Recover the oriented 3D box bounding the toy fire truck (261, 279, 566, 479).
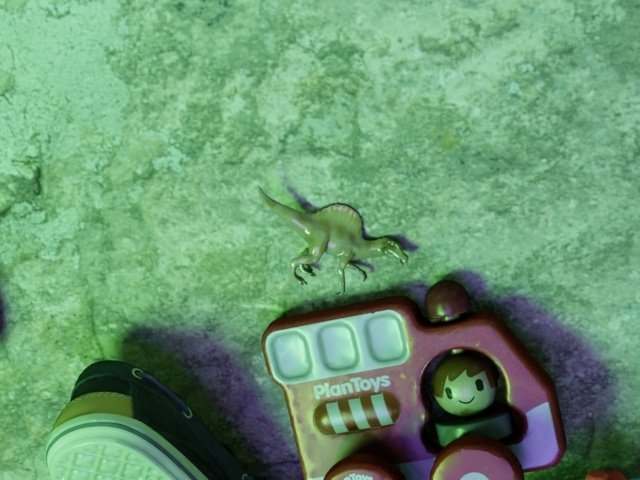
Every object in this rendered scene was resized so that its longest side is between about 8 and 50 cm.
[{"bbox_3d":[0.103,0.179,1.691,0.302,0.169,0.254,-12,99,14],"label":"toy fire truck"}]

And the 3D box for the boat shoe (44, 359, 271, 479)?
[{"bbox_3d":[-0.142,0.317,1.807,0.186,0.156,0.500,-22,130,18],"label":"boat shoe"}]

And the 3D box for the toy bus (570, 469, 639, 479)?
[{"bbox_3d":[0.308,0.337,1.718,0.220,0.149,0.211,10,122,43],"label":"toy bus"}]

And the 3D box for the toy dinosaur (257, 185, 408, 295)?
[{"bbox_3d":[0.000,0.000,1.662,0.183,0.053,0.093,22,106,-13],"label":"toy dinosaur"}]
